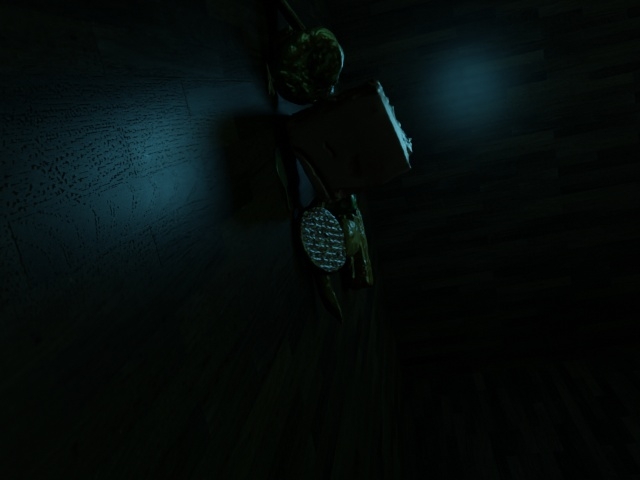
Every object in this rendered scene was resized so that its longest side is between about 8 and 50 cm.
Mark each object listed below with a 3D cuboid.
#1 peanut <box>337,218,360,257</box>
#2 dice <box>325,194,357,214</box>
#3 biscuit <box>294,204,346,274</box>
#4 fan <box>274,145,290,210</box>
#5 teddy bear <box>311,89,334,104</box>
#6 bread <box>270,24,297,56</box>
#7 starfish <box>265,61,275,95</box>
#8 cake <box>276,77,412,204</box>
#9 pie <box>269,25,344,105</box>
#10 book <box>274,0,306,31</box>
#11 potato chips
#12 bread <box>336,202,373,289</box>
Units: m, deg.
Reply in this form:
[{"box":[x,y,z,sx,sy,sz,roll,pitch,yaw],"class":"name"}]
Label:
[{"box":[0.089,-0.007,2.119,0.159,0.109,0.140,40,40,-77],"class":"peanut"},{"box":[0.063,-0.161,2.106,0.131,0.120,0.128,-49,130,-74],"class":"dice"},{"box":[0.000,0.000,1.626,0.212,0.036,0.212,27,52,-42],"class":"biscuit"},{"box":[-0.098,-0.163,1.536,0.113,0.005,0.175,-16,94,-80],"class":"fan"},{"box":[-0.015,-0.599,2.117,0.129,0.182,0.251,45,1,17],"class":"teddy bear"},{"box":[-0.071,-0.534,1.775,0.241,0.107,0.136,43,36,-73],"class":"bread"},{"box":[-0.137,-0.432,1.562,0.086,0.016,0.092,-92,172,-46],"class":"starfish"},{"box":[0.089,-0.288,1.676,0.293,0.314,0.307,61,11,-15],"class":"cake"},{"box":[-0.036,-0.489,1.640,0.054,0.240,0.240,52,-8,35],"class":"pie"},{"box":[-0.063,-0.649,1.790,0.295,0.020,0.208,55,5,5],"class":"book"},{"box":[0.004,0.045,1.701,0.057,0.080,0.406,101,-18,-70],"class":"potato chips"},{"box":[0.124,0.010,2.314,0.185,0.109,0.380,23,56,-73],"class":"bread"}]
